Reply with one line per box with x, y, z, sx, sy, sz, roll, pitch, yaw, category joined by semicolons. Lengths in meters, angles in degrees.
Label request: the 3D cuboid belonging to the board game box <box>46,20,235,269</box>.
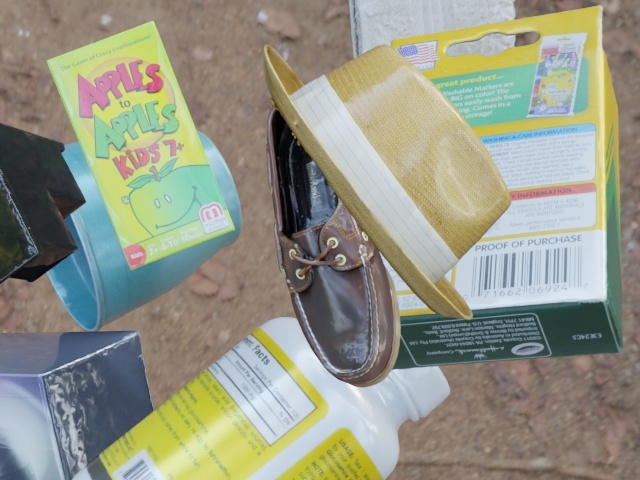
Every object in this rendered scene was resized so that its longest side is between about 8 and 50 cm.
-0.146;-0.077;1.036;0.092;0.043;0.181;-22;95;-4;board game box

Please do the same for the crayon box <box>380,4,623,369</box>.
0.151;-0.049;1.086;0.203;0.083;0.322;-6;51;20;crayon box

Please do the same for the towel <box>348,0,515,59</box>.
0.117;-0.302;1.326;0.187;0.282;0.049;-13;25;-14;towel

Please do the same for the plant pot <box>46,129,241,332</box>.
-0.263;-0.038;1.823;0.255;0.271;0.271;-22;74;-24;plant pot

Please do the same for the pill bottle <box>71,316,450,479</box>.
-0.050;0.194;1.178;0.334;0.188;0.188;-38;81;-8;pill bottle

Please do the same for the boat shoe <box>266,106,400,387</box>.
0.000;0.000;0.878;0.073;0.073;0.206;-21;71;17;boat shoe

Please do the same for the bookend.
-0.283;-0.026;1.204;0.072;0.157;0.156;-35;73;15;bookend

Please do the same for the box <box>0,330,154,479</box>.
-0.364;0.279;1.620;0.183;0.296;0.293;-21;103;-52;box

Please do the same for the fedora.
0.047;-0.047;0.715;0.079;0.194;0.194;-37;78;7;fedora
